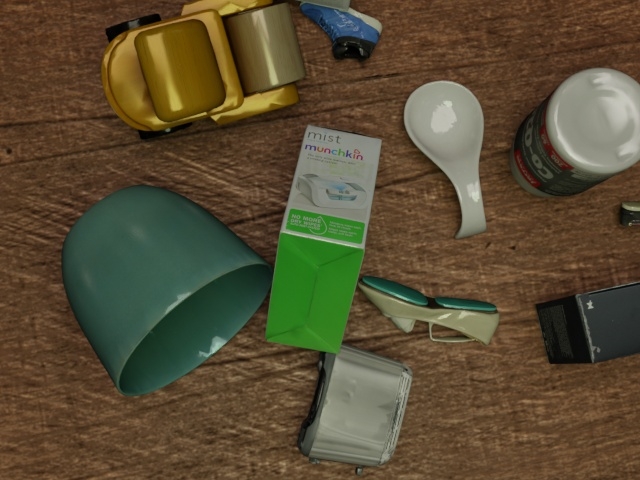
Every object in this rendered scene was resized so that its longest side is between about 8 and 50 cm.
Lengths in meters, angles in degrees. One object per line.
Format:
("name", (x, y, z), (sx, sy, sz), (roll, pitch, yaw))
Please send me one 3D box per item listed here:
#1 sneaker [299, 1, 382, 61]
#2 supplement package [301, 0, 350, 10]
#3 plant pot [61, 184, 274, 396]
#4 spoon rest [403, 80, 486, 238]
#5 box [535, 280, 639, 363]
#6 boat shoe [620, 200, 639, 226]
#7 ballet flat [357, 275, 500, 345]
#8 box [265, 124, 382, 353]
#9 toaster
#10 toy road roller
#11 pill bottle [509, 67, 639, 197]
("sneaker", (0.026, -0.367, 1.486), (0.152, 0.058, 0.084), (22, 73, -6))
("supplement package", (-0.018, -0.556, 1.440), (0.204, 0.145, 0.261), (12, 69, 1))
("plant pot", (-0.260, 0.056, 1.312), (0.293, 0.293, 0.235), (-41, 73, -7))
("spoon rest", (0.230, -0.145, 1.452), (0.137, 0.084, 0.276), (-15, 84, -4))
("box", (0.457, 0.132, 1.358), (0.153, 0.207, 0.108), (-11, 83, -4))
("boat shoe", (0.585, -0.045, 1.474), (0.133, 0.049, 0.042), (-1, 110, -9))
("ballet flat", (0.176, 0.125, 1.418), (0.249, 0.086, 0.086), (13, 82, -1))
("box", (0.000, 0.000, 1.295), (0.127, 0.262, 0.231), (12, 47, 1))
("toaster", (0.057, 0.259, 1.368), (0.147, 0.129, 0.226), (16, 80, -4))
("toy road roller", (-0.183, -0.281, 1.355), (0.330, 0.240, 0.202), (-17, 105, -7))
("pill bottle", (0.403, -0.158, 1.359), (0.161, 0.283, 0.161), (0, 82, -2))
